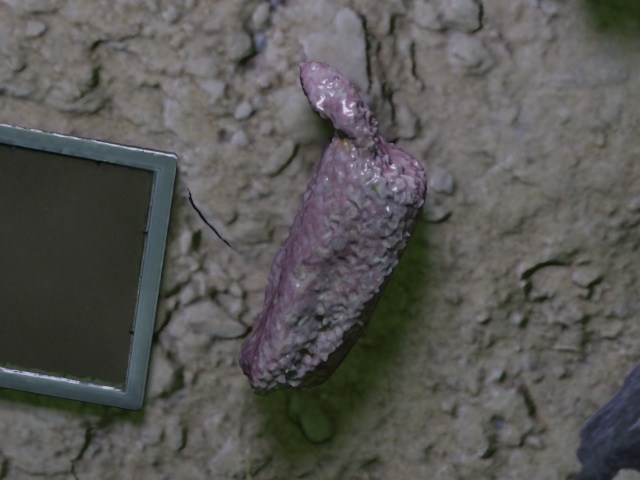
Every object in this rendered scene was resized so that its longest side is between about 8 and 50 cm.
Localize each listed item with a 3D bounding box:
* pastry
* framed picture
[{"bbox_3d":[0.014,0.000,1.380,0.112,0.103,0.265,10,112,-8],"label":"pastry"},{"bbox_3d":[-0.272,0.010,1.442,0.293,0.018,0.231,10,111,-1],"label":"framed picture"}]
